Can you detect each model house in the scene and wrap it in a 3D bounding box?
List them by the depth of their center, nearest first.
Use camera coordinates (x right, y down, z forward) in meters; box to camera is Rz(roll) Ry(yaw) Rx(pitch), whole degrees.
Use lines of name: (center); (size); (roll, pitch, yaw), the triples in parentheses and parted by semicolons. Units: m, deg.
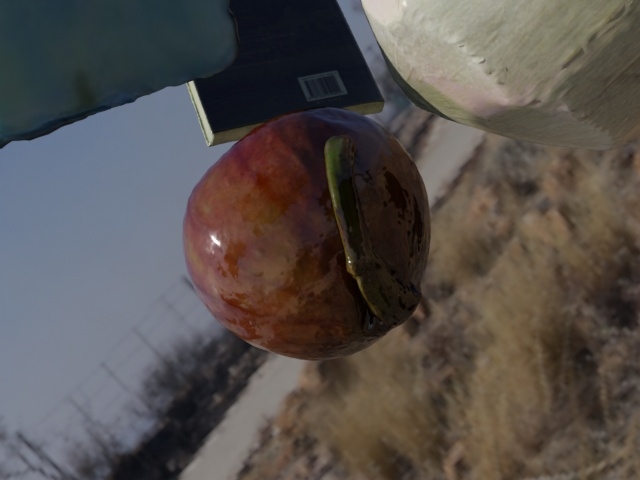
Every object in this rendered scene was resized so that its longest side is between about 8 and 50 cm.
model house: (-0.210, -0.211, 0.769); (0.226, 0.261, 0.241); (-22, 29, -23)

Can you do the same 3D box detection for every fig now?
fig: (0.000, 0.001, 1.004); (0.205, 0.205, 0.205); (-44, 0, 0)

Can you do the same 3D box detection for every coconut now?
coconut: (0.116, -0.152, 0.676); (0.234, 0.224, 0.224); (-34, 7, 44)

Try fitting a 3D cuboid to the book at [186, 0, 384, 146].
book: (-0.054, -0.187, 1.219); (0.160, 0.228, 0.024); (-13, -36, -13)
